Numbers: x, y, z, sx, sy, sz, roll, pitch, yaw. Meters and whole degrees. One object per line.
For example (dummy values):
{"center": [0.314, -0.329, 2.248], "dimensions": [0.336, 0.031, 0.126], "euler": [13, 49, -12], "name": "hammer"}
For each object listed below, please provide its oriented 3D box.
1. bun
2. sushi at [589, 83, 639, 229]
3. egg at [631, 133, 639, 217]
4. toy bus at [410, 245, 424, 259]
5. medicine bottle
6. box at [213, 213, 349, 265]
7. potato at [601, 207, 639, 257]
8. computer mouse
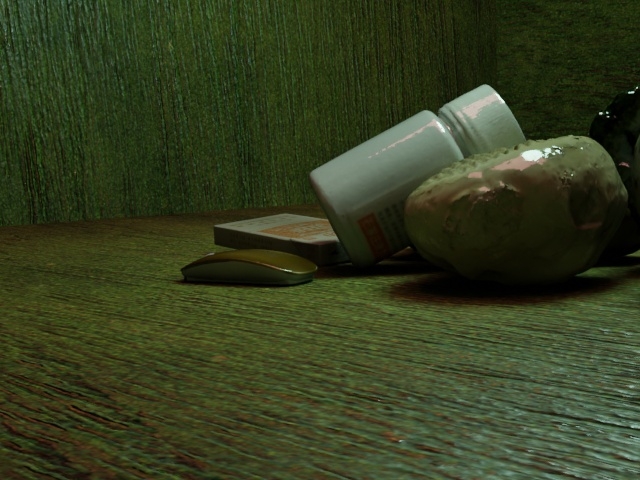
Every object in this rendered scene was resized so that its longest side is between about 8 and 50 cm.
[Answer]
{"center": [0.304, -0.038, 1.655], "dimensions": [0.362, 0.234, 0.326], "euler": [-15, 7, -32], "name": "bun"}
{"center": [0.644, -0.130, 1.720], "dimensions": [0.294, 0.352, 0.178], "euler": [-34, -4, 23], "name": "sushi"}
{"center": [0.636, -0.086, 1.422], "dimensions": [0.345, 0.345, 0.428], "euler": [-6, 10, -36], "name": "egg"}
{"center": [0.240, -0.049, 2.119], "dimensions": [0.150, 0.128, 0.262], "euler": [43, 19, 13], "name": "toy bus"}
{"center": [0.182, -0.116, 1.892], "dimensions": [0.371, 0.211, 0.211], "euler": [-28, 6, 0], "name": "medicine bottle"}
{"center": [-0.040, -0.006, 2.167], "dimensions": [0.204, 0.051, 0.365], "euler": [-10, 13, -39], "name": "box"}
{"center": [0.439, -0.033, 1.935], "dimensions": [0.369, 0.176, 0.195], "euler": [-6, 33, -5], "name": "potato"}
{"center": [-0.126, 0.044, 1.795], "dimensions": [0.245, 0.056, 0.126], "euler": [0, 5, 30], "name": "computer mouse"}
